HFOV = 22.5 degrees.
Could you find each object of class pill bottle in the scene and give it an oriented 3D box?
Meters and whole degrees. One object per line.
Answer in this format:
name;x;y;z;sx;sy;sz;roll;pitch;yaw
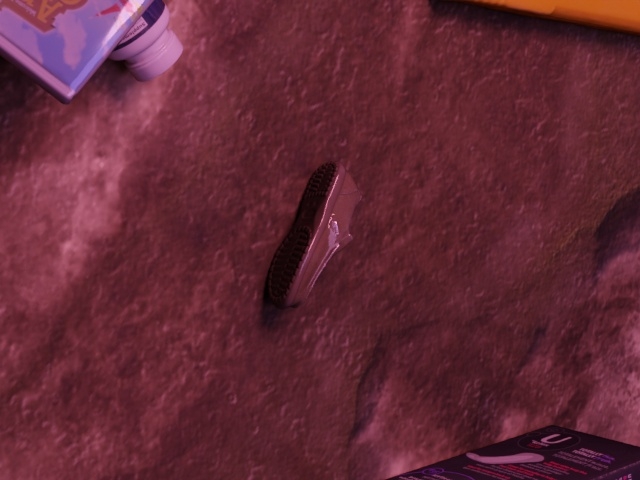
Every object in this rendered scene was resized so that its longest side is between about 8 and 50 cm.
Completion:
pill bottle;-0.166;-0.191;1.323;0.067;0.067;0.120;-49;121;-21

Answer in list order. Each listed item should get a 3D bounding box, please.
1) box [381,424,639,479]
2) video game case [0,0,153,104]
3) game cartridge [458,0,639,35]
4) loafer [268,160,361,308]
box;0.194;0.293;1.593;0.270;0.165;0.143;-12;103;-35
video game case;-0.221;-0.242;1.246;0.212;0.023;0.193;38;72;-6
game cartridge;0.258;-0.364;1.627;0.323;0.052;0.285;3;94;-38
loafer;0.000;0.000;1.479;0.050;0.056;0.148;30;78;-29
